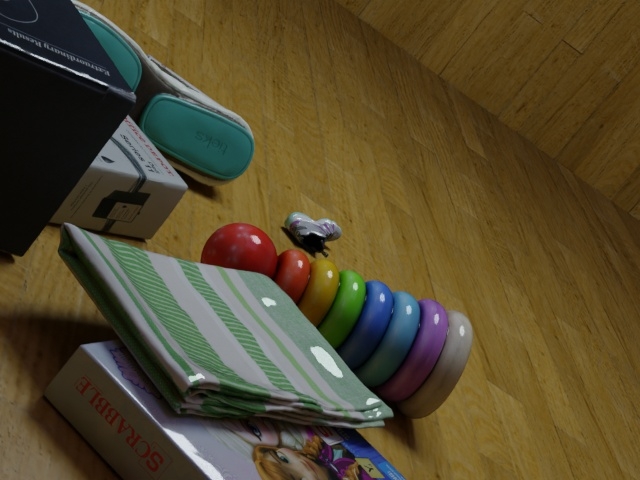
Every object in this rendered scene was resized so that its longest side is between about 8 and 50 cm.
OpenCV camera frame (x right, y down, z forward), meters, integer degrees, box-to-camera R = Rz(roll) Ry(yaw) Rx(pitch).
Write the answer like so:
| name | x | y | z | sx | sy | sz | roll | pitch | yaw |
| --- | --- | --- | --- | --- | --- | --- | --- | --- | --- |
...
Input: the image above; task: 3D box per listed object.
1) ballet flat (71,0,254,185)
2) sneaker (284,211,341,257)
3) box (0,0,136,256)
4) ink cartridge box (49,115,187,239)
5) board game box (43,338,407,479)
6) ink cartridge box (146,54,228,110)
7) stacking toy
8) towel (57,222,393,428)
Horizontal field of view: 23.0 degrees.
| name | x | y | z | sx | sy | sz | roll | pitch | yaw |
| --- | --- | --- | --- | --- | --- | --- | --- | --- | --- |
| ballet flat | -0.257 | -0.187 | 1.998 | 0.400 | 0.139 | 0.139 | 31 | 18 | -38 |
| sneaker | 0.000 | 0.000 | 2.166 | 0.098 | 0.038 | 0.069 | 10 | 33 | -40 |
| box | -0.412 | -0.211 | 1.550 | 0.294 | 0.212 | 0.395 | 22 | 23 | -43 |
| ink cartridge box | -0.268 | -0.089 | 1.746 | 0.153 | 0.087 | 0.208 | 48 | 18 | 27 |
| board game box | -0.052 | 0.211 | 1.459 | 0.319 | 0.066 | 0.318 | 43 | 18 | 17 |
| ink cartridge box | -0.183 | -0.207 | 2.166 | 0.145 | 0.045 | 0.179 | 35 | -15 | -11 |
| stacking toy | 0.009 | 0.078 | 1.846 | 0.330 | 0.141 | 0.141 | 29 | 19 | -13 |
| towel | -0.090 | 0.087 | 1.527 | 0.325 | 0.038 | 0.248 | 15 | 27 | -53 |
